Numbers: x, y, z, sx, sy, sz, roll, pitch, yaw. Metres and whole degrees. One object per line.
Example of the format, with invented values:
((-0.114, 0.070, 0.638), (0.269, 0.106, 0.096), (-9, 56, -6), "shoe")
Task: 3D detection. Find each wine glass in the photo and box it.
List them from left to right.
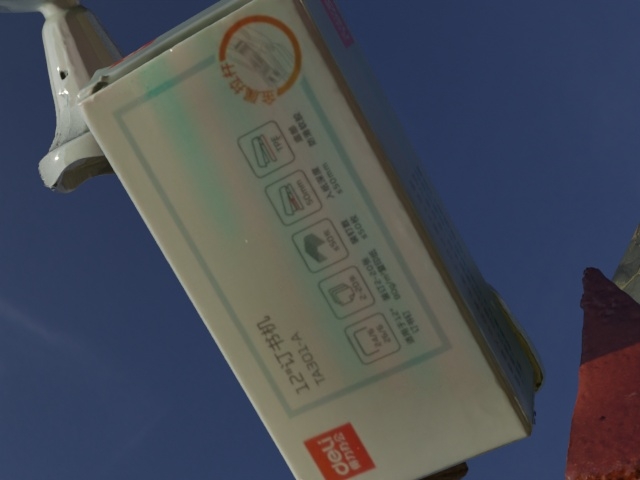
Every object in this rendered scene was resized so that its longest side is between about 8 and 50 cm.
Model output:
((-0.221, -0.157, 1.031), (0.164, 0.165, 0.197), (-26, -89, -15), "wine glass")

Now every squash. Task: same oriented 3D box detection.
((0.246, 0.135, 1.480), (0.069, 0.069, 0.239), (-42, -55, -8), "squash")

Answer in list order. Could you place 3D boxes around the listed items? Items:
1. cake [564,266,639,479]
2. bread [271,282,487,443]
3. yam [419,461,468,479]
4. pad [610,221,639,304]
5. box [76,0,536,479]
((0.257, 0.170, 0.968), (0.159, 0.262, 0.158), (-26, -54, -6), "cake")
((0.051, 0.110, 1.015), (0.107, 0.136, 0.241), (3, -62, -46), "bread")
((0.056, 0.292, 1.284), (0.263, 0.046, 0.046), (-9, -72, -25), "yam")
((0.423, 0.014, 1.227), (0.007, 0.367, 0.248), (27, -92, -8), "pad")
((0.000, 0.000, 0.576), (0.135, 0.079, 0.269), (-27, -80, 18), "box")
